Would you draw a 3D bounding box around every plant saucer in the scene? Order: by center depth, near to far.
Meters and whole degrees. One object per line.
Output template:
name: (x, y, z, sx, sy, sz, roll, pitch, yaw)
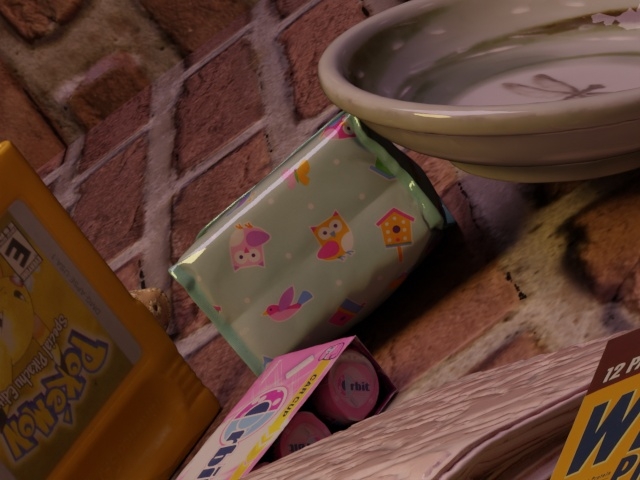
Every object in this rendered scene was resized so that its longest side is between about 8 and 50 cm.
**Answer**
plant saucer: (0.201, -0.130, 1.609, 0.401, 0.100, 0.400, -8, 21, 3)

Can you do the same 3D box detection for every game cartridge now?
game cartridge: (-0.254, 0.119, 1.665, 0.053, 0.323, 0.285, -21, 24, 44)

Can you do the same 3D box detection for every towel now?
towel: (0.077, 0.130, 1.182, 0.317, 0.053, 0.332, -21, -2, -37)

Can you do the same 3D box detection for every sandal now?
sandal: (-0.199, 0.077, 2.081, 0.079, 0.088, 0.240, -43, 11, 5)

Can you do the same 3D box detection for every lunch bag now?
lunch bag: (0.000, 0.000, 1.748, 0.223, 0.160, 0.262, -41, -2, 6)

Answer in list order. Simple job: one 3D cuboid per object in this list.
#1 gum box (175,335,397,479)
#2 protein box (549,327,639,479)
gum box: (-0.036, 0.166, 1.535, 0.107, 0.062, 0.188, -18, 25, 50)
protein box: (0.203, 0.153, 0.818, 0.136, 0.200, 0.201, -25, 20, 37)
